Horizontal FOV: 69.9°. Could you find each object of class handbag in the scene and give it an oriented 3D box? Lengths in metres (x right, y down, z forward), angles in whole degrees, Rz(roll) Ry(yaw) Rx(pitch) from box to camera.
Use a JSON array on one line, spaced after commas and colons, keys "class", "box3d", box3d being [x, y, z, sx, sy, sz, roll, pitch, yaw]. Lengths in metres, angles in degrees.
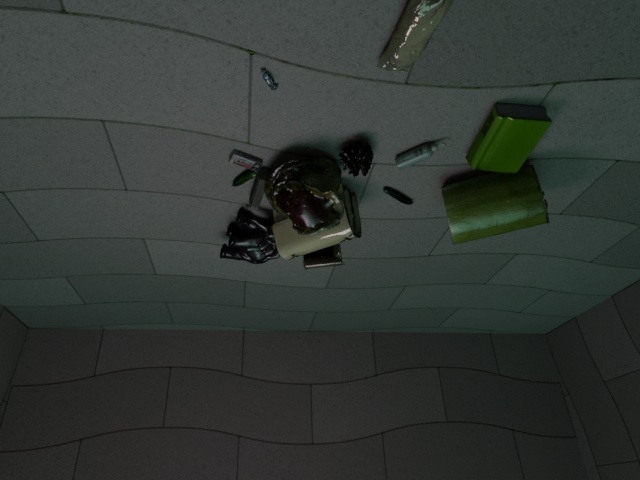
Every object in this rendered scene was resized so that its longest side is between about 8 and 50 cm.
[{"class": "handbag", "box3d": [-0.020, -0.074, 1.959, 0.358, 0.237, 0.160, -18, 158, 25]}]

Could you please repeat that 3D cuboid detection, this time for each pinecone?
[{"class": "pinecone", "box3d": [0.132, -0.305, 1.705, 0.120, 0.140, 0.140, 15, 158, 27]}]

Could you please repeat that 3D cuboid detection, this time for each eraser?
[{"class": "eraser", "box3d": [-0.287, -0.306, 1.763, 0.122, 0.029, 0.052, 16, 145, -29]}, {"class": "eraser", "box3d": [0.678, -0.367, 1.679, 0.209, 0.092, 0.274, 3, 148, -8]}]

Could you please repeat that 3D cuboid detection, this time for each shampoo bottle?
[{"class": "shampoo bottle", "box3d": [0.383, -0.332, 1.750, 0.195, 0.056, 0.056, -22, 145, 28]}]

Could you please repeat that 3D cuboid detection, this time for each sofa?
[{"class": "sofa", "box3d": [0.000, 0.000, 2.095, 0.199, 0.259, 0.182, -7, 163, 9]}]

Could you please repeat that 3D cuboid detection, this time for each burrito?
[{"class": "burrito", "box3d": [0.278, -0.610, 1.248, 0.117, 0.076, 0.392, 1, 152, -19]}]

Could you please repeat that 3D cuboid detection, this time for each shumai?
[{"class": "shumai", "box3d": [-0.055, -0.135, 1.762, 0.330, 0.289, 0.291, -35, 157, 35]}]

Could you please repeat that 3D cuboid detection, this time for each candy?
[{"class": "candy", "box3d": [-0.160, -0.504, 1.442, 0.030, 0.020, 0.083, -13, 146, 17]}]

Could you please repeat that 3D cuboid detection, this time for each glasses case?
[{"class": "glasses case", "box3d": [-0.254, -0.214, 1.884, 0.047, 0.071, 0.205, 11, 148, -15]}]

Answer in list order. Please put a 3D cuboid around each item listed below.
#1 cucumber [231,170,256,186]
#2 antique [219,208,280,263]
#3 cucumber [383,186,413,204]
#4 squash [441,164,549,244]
[{"class": "cucumber", "box3d": [-0.310, -0.251, 1.848, 0.155, 0.037, 0.037, -20, 146, 39]}, {"class": "antique", "box3d": [-0.301, -0.005, 2.139, 0.255, 0.185, 0.322, 18, 145, -19]}, {"class": "cucumber", "box3d": [0.341, -0.191, 2.006, 0.184, 0.036, 0.033, 24, 133, -35]}, {"class": "squash", "box3d": [0.710, -0.150, 1.888, 0.384, 0.263, 0.263, -13, 148, 17]}]
